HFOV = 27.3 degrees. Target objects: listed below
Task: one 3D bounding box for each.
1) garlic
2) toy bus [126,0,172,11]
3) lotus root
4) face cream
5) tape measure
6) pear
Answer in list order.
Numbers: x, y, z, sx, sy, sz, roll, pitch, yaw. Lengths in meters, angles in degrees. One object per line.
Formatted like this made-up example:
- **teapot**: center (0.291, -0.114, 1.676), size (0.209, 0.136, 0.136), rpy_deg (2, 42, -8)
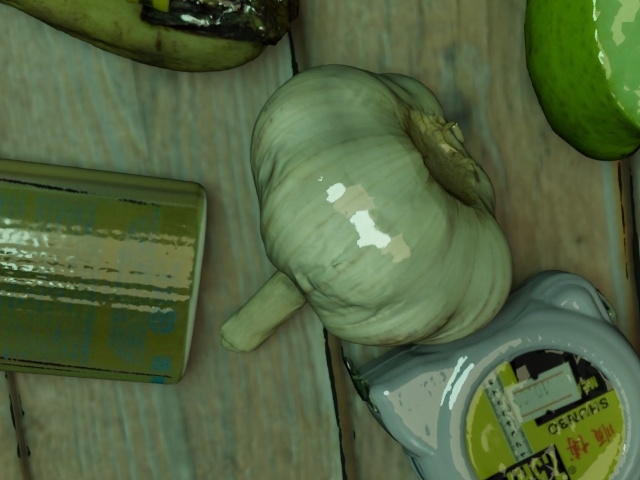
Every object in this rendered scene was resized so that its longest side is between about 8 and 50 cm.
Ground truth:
- **garlic**: center (0.000, 0.000, 0.864), size (0.226, 0.199, 0.199), rpy_deg (-37, 107, 30)
- **toy bus**: center (-0.096, -0.304, 0.737), size (0.152, 0.144, 0.330), rpy_deg (13, 74, -7)
- **lotus root**: center (-0.138, -0.180, 0.824), size (0.259, 0.097, 0.110), rpy_deg (21, 84, -6)
- **face cream**: center (-0.222, 0.015, 0.851), size (0.285, 0.067, 0.139), rpy_deg (6, 97, -13)
- **tape measure**: center (0.136, 0.126, 0.929), size (0.196, 0.105, 0.178), rpy_deg (-22, 96, -8)
- **pear**: center (0.255, -0.161, 0.873), size (0.293, 0.159, 0.292), rpy_deg (-1, 98, -8)
